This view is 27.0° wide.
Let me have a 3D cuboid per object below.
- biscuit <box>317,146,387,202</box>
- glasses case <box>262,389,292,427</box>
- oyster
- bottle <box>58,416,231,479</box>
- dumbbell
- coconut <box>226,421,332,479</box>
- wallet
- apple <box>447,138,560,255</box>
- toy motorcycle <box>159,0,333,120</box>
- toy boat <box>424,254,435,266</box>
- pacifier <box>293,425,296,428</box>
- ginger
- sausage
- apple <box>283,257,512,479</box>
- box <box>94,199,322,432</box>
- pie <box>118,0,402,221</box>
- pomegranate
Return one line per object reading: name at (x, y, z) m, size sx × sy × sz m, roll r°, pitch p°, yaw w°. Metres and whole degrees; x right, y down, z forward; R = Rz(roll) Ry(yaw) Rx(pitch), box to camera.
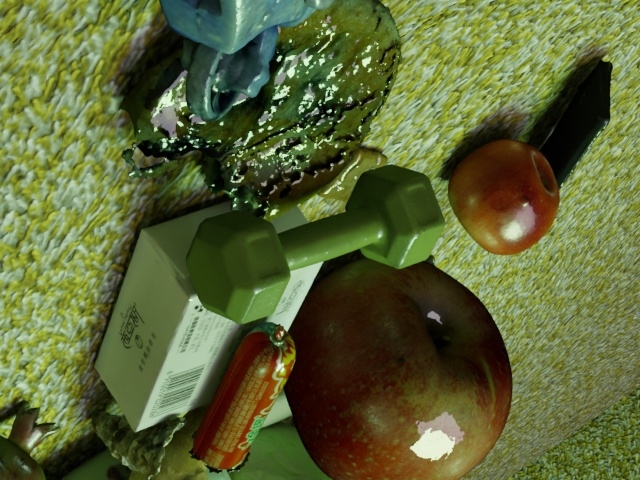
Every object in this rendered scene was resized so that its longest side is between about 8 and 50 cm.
biscuit at (0.041, -0.082, 1.689) m, size 0.083 × 0.018 × 0.081 m, roll -47°, pitch 156°, yaw 17°
glasses case at (-0.081, 0.250, 2.051) m, size 0.204 × 0.051 × 0.081 m, roll -12°, pitch 143°, yaw -47°
oyster at (-0.236, 0.253, 1.684) m, size 0.200 × 0.061 × 0.106 m, roll -23°, pitch -146°, yaw 44°
bottle at (-0.295, 0.403, 1.794) m, size 0.352 × 0.229 × 0.229 m, roll -25°, pitch 152°, yaw -31°
dumbbell at (0.000, 0.000, 1.464) m, size 0.302 × 0.121 × 0.108 m, roll -19°, pitch 177°, yaw -36°
coconut at (-0.072, 0.437, 2.120) m, size 0.328 × 0.328 × 0.281 m, roll 97°, pitch 14°, yaw -58°
wallet at (0.350, -0.121, 1.958) m, size 0.030 × 0.146 × 0.285 m, roll 19°, pitch 132°, yaw -11°
apple at (0.262, -0.064, 1.874) m, size 0.139 × 0.163 × 0.163 m, roll -36°, pitch 159°, yaw 21°
toy motorcycle at (-0.036, -0.254, 1.065) m, size 0.241 × 0.182 × 0.319 m, roll -31°, pitch 154°, yaw -19°
toy boat at (0.142, 0.131, 2.127) m, size 0.055 × 0.093 × 0.293 m, roll -12°, pitch 148°, yaw -15°
pacifier at (0.077, 0.333, 2.322) m, size 0.287 × 0.238 × 0.226 m, roll -25°, pitch -169°, yaw 8°
ginger at (-0.150, 0.228, 1.761) m, size 0.065 × 0.118 × 0.298 m, roll 95°, pitch 19°, yaw -63°
sausage at (-0.089, 0.182, 1.604) m, size 0.083 × 0.083 × 0.264 m, roll -21°, pitch 151°, yaw -37°
apple at (0.101, 0.190, 1.859) m, size 0.348 × 0.348 × 0.277 m, roll -8°, pitch 151°, yaw -50°
box at (-0.135, 0.082, 1.593) m, size 0.203 × 0.116 × 0.274 m, roll -19°, pitch 150°, yaw -35°
pie at (-0.044, -0.145, 1.384) m, size 0.296 × 0.078 × 0.371 m, roll -45°, pitch 155°, yaw 7°
pomegranate at (-0.375, 0.278, 1.587) m, size 0.159 × 0.129 × 0.129 m, roll -33°, pitch 157°, yaw -37°
